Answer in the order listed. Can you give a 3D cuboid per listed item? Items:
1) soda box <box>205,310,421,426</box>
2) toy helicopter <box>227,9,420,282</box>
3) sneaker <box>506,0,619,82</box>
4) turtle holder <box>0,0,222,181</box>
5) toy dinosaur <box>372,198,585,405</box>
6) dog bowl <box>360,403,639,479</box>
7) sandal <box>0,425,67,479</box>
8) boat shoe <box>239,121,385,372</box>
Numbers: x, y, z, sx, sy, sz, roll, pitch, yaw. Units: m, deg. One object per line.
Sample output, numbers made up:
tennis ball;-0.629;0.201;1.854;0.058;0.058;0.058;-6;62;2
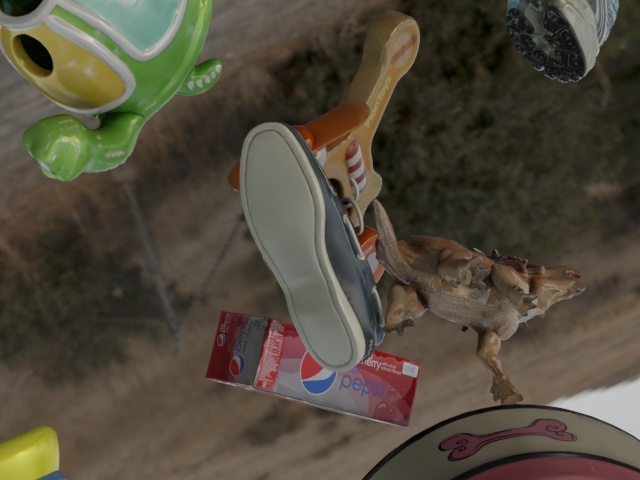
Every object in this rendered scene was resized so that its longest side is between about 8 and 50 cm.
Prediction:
soda box;-0.004;0.154;1.573;0.263;0.083;0.092;21;168;-42
toy helicopter;0.021;-0.122;1.609;0.235;0.140;0.355;31;82;-57
sneaker;0.217;-0.298;1.293;0.110;0.283;0.122;16;-126;40
turtle holder;-0.268;-0.244;1.504;0.227;0.243;0.320;16;105;-57
toy dinosaur;0.142;0.043;1.398;0.127;0.296;0.200;-55;-160;17
dog bowl;0.194;0.358;1.170;0.408;0.408;0.150;-27;-174;-5
sandal;-0.313;0.296;1.159;0.317;0.138;0.126;-42;165;33
boat shoe;0.000;0.000;1.296;0.095;0.254;0.079;-18;-171;39
